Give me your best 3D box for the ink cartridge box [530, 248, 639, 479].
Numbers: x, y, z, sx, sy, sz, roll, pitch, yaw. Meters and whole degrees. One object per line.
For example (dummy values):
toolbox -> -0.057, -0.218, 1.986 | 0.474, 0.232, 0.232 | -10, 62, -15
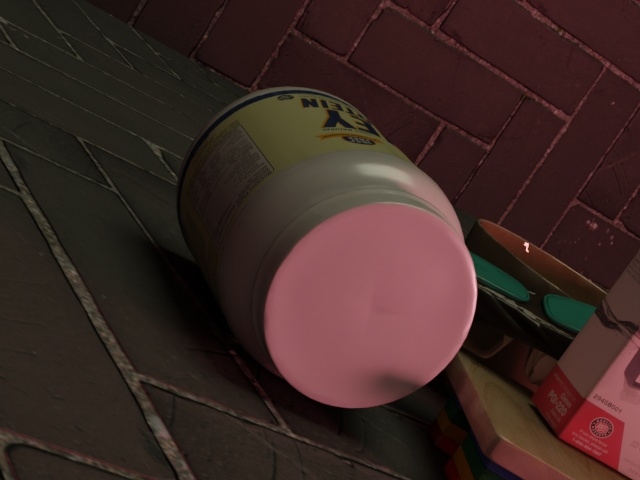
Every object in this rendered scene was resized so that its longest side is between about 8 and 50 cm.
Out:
ink cartridge box -> 0.338, 0.122, 1.360 | 0.158, 0.218, 0.092 | 30, 10, -17

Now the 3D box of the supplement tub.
supplement tub -> 0.000, 0.000, 1.354 | 0.235, 0.235, 0.325 | 28, 11, -26

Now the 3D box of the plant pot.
plant pot -> 0.251, 0.130, 1.648 | 0.284, 0.191, 0.284 | 33, 11, -7

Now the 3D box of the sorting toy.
sorting toy -> 0.229, 0.238, 1.357 | 0.255, 0.089, 0.257 | 31, 10, -10

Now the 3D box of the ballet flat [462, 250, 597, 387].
ballet flat -> 0.214, 0.089, 1.459 | 0.280, 0.096, 0.095 | 25, 23, 2
